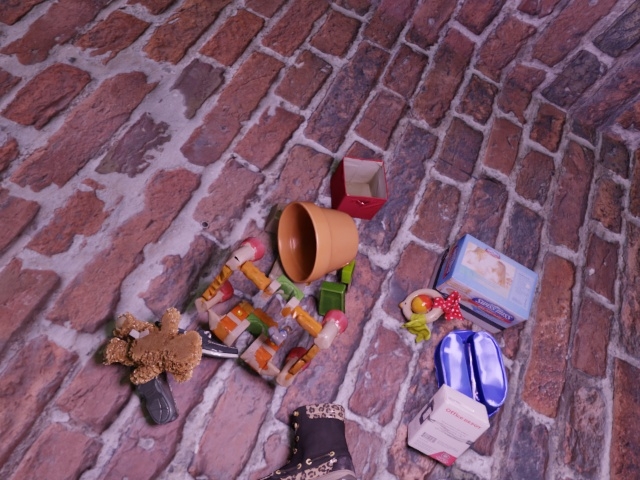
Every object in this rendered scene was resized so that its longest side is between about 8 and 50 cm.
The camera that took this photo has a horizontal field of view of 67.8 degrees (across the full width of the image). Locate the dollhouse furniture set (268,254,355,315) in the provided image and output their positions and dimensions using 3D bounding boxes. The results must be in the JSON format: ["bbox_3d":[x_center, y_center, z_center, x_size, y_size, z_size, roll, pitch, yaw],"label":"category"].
[{"bbox_3d":[-0.034,0.154,1.837,0.302,0.151,0.197,11,43,11],"label":"dollhouse furniture set"}]

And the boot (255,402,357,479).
[{"bbox_3d":[-0.073,0.684,1.505,0.378,0.138,0.284,-20,33,13],"label":"boot"}]

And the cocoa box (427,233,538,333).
[{"bbox_3d":[0.655,0.181,1.944,0.347,0.228,0.231,30,60,-2],"label":"cocoa box"}]

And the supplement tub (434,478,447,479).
[{"bbox_3d":[0.361,0.943,1.506,0.193,0.193,0.316,45,61,7],"label":"supplement tub"}]

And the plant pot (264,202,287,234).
[{"bbox_3d":[-0.150,-0.088,1.897,0.109,0.096,0.109,19,62,-8],"label":"plant pot"}]

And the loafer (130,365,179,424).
[{"bbox_3d":[-0.533,0.463,1.535,0.096,0.084,0.267,-31,69,4],"label":"loafer"}]

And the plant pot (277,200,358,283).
[{"bbox_3d":[0.000,0.000,1.708,0.204,0.291,0.290,-5,67,-30],"label":"plant pot"}]

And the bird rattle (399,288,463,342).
[{"bbox_3d":[0.415,0.259,1.849,0.254,0.143,0.207,-40,39,2],"label":"bird rattle"}]

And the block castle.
[{"bbox_3d":[-0.165,0.237,1.609,0.453,0.303,0.213,41,25,3],"label":"block castle"}]

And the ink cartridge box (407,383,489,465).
[{"bbox_3d":[0.437,0.637,1.646,0.172,0.237,0.100,29,26,-3],"label":"ink cartridge box"}]

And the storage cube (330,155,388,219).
[{"bbox_3d":[0.155,-0.213,1.999,0.184,0.193,0.214,4,65,-15],"label":"storage cube"}]

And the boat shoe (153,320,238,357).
[{"bbox_3d":[-0.418,0.335,1.601,0.303,0.114,0.091,13,68,-12],"label":"boat shoe"}]

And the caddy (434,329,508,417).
[{"bbox_3d":[0.564,0.498,1.798,0.242,0.179,0.340,-5,66,5],"label":"caddy"}]

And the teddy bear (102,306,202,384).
[{"bbox_3d":[-0.520,0.333,1.495,0.339,0.113,0.244,-6,57,6],"label":"teddy bear"}]

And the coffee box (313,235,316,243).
[{"bbox_3d":[-0.014,-0.007,1.891,0.185,0.113,0.040,6,92,-14],"label":"coffee box"}]
